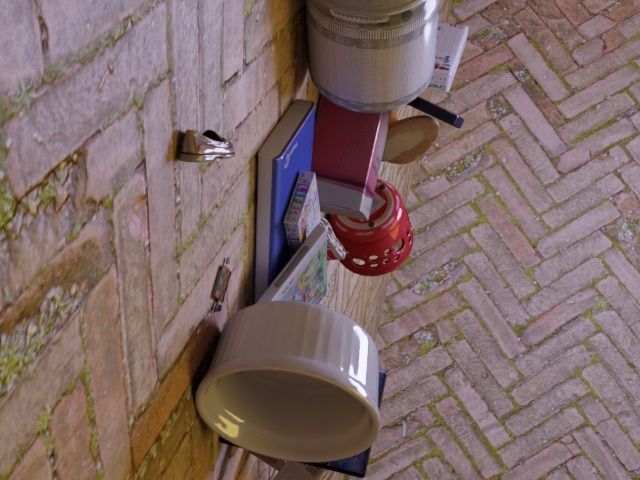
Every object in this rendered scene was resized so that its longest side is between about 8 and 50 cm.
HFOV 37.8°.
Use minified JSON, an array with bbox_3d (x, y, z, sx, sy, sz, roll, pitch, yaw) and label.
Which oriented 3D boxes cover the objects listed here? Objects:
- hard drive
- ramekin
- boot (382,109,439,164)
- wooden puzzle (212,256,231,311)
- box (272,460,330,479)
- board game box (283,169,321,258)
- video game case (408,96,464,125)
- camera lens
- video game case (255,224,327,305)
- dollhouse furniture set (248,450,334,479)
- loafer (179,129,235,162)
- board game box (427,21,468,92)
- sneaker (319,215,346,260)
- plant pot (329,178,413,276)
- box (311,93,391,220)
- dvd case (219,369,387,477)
[{"bbox_3d":[-0.062,-0.053,1.602,0.210,0.040,0.319,-63,162,-53],"label":"hard drive"},{"bbox_3d":[-0.040,0.211,1.414,0.277,0.277,0.135,89,9,-50],"label":"ramekin"},{"bbox_3d":[0.147,-0.247,2.028,0.295,0.104,0.211,-31,-149,39],"label":"boot"},{"bbox_3d":[-0.146,0.064,1.385,0.049,0.006,0.083,64,39,-73],"label":"wooden puzzle"},{"bbox_3d":[-0.084,0.474,1.625,0.324,0.067,0.063,-54,163,10],"label":"box"},{"bbox_3d":[-0.030,-0.036,1.601,0.154,0.026,0.103,81,23,-62],"label":"board game box"},{"bbox_3d":[0.143,-0.285,1.798,0.026,0.274,0.196,-66,171,9],"label":"video game case"},{"bbox_3d":[0.085,-0.365,1.544,0.274,0.219,0.219,86,19,-54],"label":"camera lens"},{"bbox_3d":[-0.047,0.101,1.623,0.193,0.023,0.212,-52,160,-28],"label":"video game case"},{"bbox_3d":[-0.030,0.334,1.730,0.212,0.161,0.242,-46,158,-41],"label":"dollhouse furniture set"},{"bbox_3d":[-0.136,-0.119,1.150,0.125,0.045,0.039,-32,126,-72],"label":"loafer"},{"bbox_3d":[0.263,-0.486,2.413,0.305,0.193,0.053,-64,162,-50],"label":"board game box"},{"bbox_3d":[0.000,0.000,2.010,0.118,0.067,0.042,58,37,-29],"label":"sneaker"},{"bbox_3d":[0.111,-0.039,2.149,0.174,0.191,0.191,70,32,-55],"label":"plant pot"},{"bbox_3d":[0.051,-0.169,1.834,0.148,0.126,0.232,32,70,-79],"label":"box"},{"bbox_3d":[-0.030,0.278,1.557,0.022,0.253,0.180,2,100,-82],"label":"dvd case"}]
